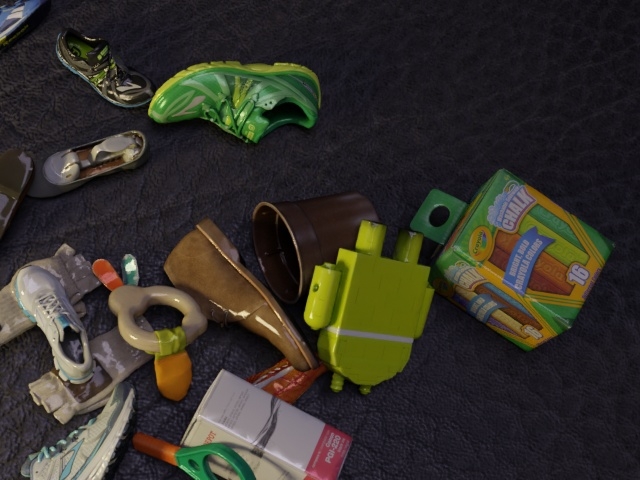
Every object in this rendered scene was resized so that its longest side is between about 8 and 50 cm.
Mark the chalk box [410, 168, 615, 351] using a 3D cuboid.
[{"bbox_3d":[0.290,0.018,1.579,0.289,0.179,0.180,33,67,0],"label":"chalk box"}]

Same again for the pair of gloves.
[{"bbox_3d":[-0.382,0.141,1.462,0.240,0.042,0.204,48,63,0],"label":"pair of gloves"}]

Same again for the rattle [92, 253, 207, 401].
[{"bbox_3d":[-0.266,0.127,1.476,0.199,0.143,0.130,27,59,25],"label":"rattle"}]

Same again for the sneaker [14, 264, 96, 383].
[{"bbox_3d":[-0.378,0.114,1.404,0.071,0.083,0.191,-30,85,-25],"label":"sneaker"}]

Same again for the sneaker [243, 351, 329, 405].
[{"bbox_3d":[-0.050,0.223,1.508,0.175,0.064,0.067,-23,103,-18],"label":"sneaker"}]

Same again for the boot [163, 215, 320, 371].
[{"bbox_3d":[-0.122,0.106,1.499,0.115,0.112,0.305,-41,69,-9],"label":"boot"}]

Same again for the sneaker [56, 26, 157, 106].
[{"bbox_3d":[-0.357,-0.286,1.598,0.188,0.078,0.067,34,68,0],"label":"sneaker"}]

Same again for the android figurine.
[{"bbox_3d":[0.081,0.108,1.506,0.248,0.056,0.273,9,96,-41],"label":"android figurine"}]

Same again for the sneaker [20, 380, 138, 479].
[{"bbox_3d":[-0.357,0.318,1.375,0.122,0.110,0.283,26,68,1],"label":"sneaker"}]

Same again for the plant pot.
[{"bbox_3d":[0.000,0.000,1.542,0.165,0.167,0.167,-16,75,-26],"label":"plant pot"}]

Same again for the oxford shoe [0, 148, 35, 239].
[{"bbox_3d":[-0.503,-0.040,1.491,0.076,0.076,0.212,35,84,-1],"label":"oxford shoe"}]

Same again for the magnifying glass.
[{"bbox_3d":[-0.182,0.314,1.375,0.026,0.231,0.092,-38,126,-44],"label":"magnifying glass"}]

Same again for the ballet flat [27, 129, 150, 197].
[{"bbox_3d":[-0.376,-0.130,1.545,0.213,0.068,0.072,-20,76,-18],"label":"ballet flat"}]

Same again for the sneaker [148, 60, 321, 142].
[{"bbox_3d":[-0.136,-0.226,1.609,0.295,0.109,0.123,-7,69,-15],"label":"sneaker"}]

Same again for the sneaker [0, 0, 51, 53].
[{"bbox_3d":[-0.511,-0.371,1.608,0.059,0.053,0.144,43,67,7],"label":"sneaker"}]

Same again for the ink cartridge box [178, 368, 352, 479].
[{"bbox_3d":[-0.084,0.298,1.407,0.218,0.158,0.092,27,54,-3],"label":"ink cartridge box"}]
